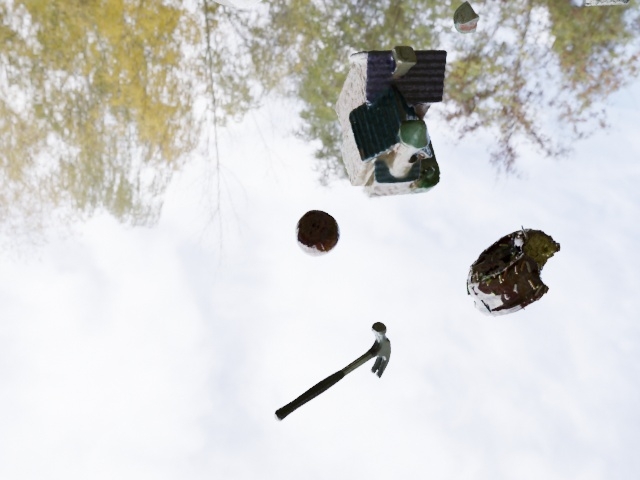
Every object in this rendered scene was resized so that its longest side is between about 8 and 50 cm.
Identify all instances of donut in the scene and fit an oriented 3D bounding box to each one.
[{"bbox_3d":[0.415,0.062,1.482,0.096,0.216,0.230,46,-122,-15],"label":"donut"}]

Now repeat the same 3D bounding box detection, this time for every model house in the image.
[{"bbox_3d":[0.183,-0.294,1.542,0.245,0.280,0.312,-3,-119,-18],"label":"model house"}]

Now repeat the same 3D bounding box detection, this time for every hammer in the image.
[{"bbox_3d":[0.025,0.241,1.150,0.246,0.103,0.029,-31,-143,-25],"label":"hammer"}]

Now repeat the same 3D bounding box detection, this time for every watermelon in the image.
[{"bbox_3d":[0.377,-0.566,1.720,0.061,0.085,0.085,-1,-156,45],"label":"watermelon"}]

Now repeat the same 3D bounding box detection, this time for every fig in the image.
[{"bbox_3d":[0.000,0.000,1.251,0.088,0.125,0.089,-6,-118,11],"label":"fig"}]

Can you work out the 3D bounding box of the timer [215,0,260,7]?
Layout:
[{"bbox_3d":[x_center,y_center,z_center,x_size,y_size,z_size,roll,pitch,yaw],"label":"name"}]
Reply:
[{"bbox_3d":[-0.067,-0.427,0.859,0.087,0.262,0.237,32,-175,-31],"label":"timer"}]

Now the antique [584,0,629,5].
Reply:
[{"bbox_3d":[0.584,-0.577,1.345,0.086,0.183,0.088,13,-136,37],"label":"antique"}]
